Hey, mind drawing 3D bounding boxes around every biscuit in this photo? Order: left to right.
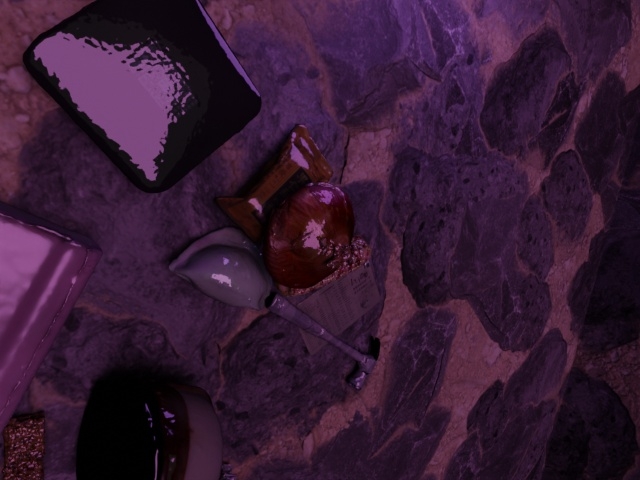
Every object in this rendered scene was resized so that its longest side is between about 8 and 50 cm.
[{"bbox_3d":[-0.519,0.397,0.703,0.064,0.034,0.199,2,100,-37],"label":"biscuit"}]

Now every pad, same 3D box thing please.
[{"bbox_3d":[0.052,0.171,1.066,0.265,0.009,0.159,-33,119,-24],"label":"pad"}]

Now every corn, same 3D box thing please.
[{"bbox_3d":[0.011,0.062,0.963,0.253,0.086,0.086,-24,114,-27],"label":"corn"}]

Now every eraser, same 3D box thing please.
[{"bbox_3d":[-0.533,0.111,0.573,0.272,0.122,0.359,30,83,-34],"label":"eraser"}]

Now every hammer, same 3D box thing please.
[{"bbox_3d":[0.013,0.254,1.032,0.427,0.044,0.152,38,80,-35],"label":"hammer"}]

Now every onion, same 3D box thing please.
[{"bbox_3d":[0.000,0.000,0.812,0.230,0.163,0.230,-33,133,-44],"label":"onion"}]

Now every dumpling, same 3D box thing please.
[{"bbox_3d":[-0.194,0.058,0.821,0.217,0.149,0.105,24,125,-30],"label":"dumpling"}]

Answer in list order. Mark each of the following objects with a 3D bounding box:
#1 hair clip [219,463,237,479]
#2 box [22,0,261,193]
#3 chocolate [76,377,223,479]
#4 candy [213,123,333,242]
[{"bbox_3d":[-0.244,0.611,0.948,0.116,0.049,0.172,20,98,-23],"label":"hair clip"},{"bbox_3d":[-0.276,-0.265,0.689,0.290,0.073,0.289,-47,124,-17],"label":"box"},{"bbox_3d":[-0.295,0.381,0.739,0.186,0.284,0.283,11,95,-52],"label":"chocolate"},{"bbox_3d":[-0.084,-0.118,0.848,0.271,0.101,0.143,-49,116,-24],"label":"candy"}]
